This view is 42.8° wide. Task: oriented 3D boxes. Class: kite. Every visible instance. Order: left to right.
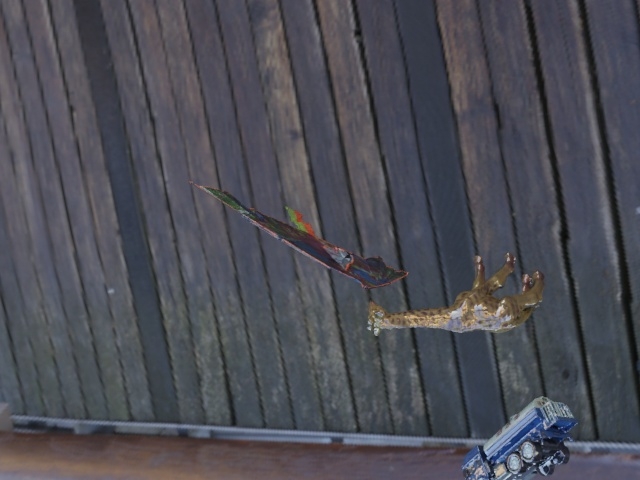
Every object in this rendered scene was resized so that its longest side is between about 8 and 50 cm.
[{"bbox_3d":[0.000,0.000,0.557,0.010,0.190,0.159,-62,30,7],"label":"kite"}]

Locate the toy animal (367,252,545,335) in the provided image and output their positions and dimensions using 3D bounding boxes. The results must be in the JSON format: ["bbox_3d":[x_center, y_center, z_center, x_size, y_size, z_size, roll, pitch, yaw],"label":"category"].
[{"bbox_3d":[0.201,0.092,1.164,0.149,0.275,0.054,48,152,37],"label":"toy animal"}]

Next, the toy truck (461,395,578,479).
[{"bbox_3d":[0.285,0.304,1.182,0.202,0.074,0.088,-54,39,34],"label":"toy truck"}]
